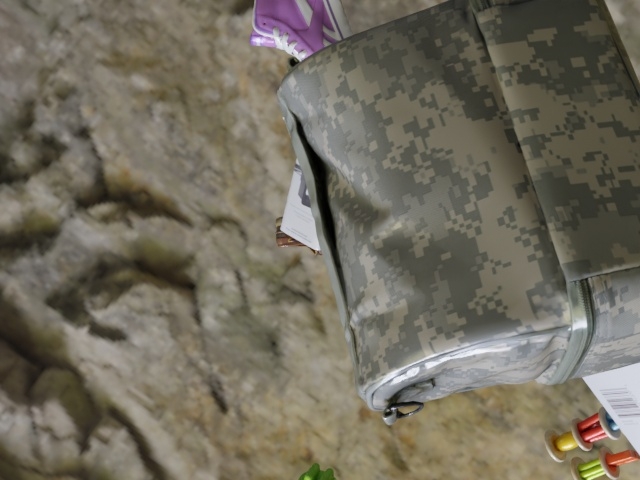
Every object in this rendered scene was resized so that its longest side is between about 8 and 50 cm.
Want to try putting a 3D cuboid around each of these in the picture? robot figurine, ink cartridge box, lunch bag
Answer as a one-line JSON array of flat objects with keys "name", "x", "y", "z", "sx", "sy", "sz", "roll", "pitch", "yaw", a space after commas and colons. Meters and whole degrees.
[{"name": "robot figurine", "x": -0.007, "y": 0.412, "z": 1.872, "sx": 0.067, "sy": 0.101, "sz": 0.115, "roll": -48, "pitch": 151, "yaw": -57}, {"name": "ink cartridge box", "x": 0.022, "y": -0.077, "z": 1.394, "sx": 0.109, "sy": 0.063, "sz": 0.150, "roll": -21, "pitch": 132, "yaw": -50}, {"name": "lunch bag", "x": 0.118, "y": -0.032, "z": 0.915, "sx": 0.256, "sy": 0.305, "sz": 0.212, "roll": -13, "pitch": 161, "yaw": -3}]

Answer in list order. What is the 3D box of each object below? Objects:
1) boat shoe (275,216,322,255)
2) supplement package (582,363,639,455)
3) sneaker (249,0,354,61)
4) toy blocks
[{"name": "boat shoe", "x": 0.000, "y": 0.000, "z": 2.172, "sx": 0.064, "sy": 0.178, "sz": 0.060, "roll": 153, "pitch": -56, "yaw": -68}, {"name": "supplement package", "x": 0.397, "y": 0.114, "z": 1.219, "sx": 0.204, "sy": 0.262, "sz": 0.145, "roll": -14, "pitch": -148, "yaw": 47}, {"name": "sneaker", "x": -0.023, "y": -0.303, "z": 1.892, "sx": 0.161, "sy": 0.282, "sz": 0.102, "roll": -20, "pitch": 168, "yaw": -3}, {"name": "toy blocks", "x": 0.433, "y": 0.307, "z": 1.781, "sx": 0.148, "sy": 0.123, "sz": 0.054, "roll": -31, "pitch": -157, "yaw": 33}]
